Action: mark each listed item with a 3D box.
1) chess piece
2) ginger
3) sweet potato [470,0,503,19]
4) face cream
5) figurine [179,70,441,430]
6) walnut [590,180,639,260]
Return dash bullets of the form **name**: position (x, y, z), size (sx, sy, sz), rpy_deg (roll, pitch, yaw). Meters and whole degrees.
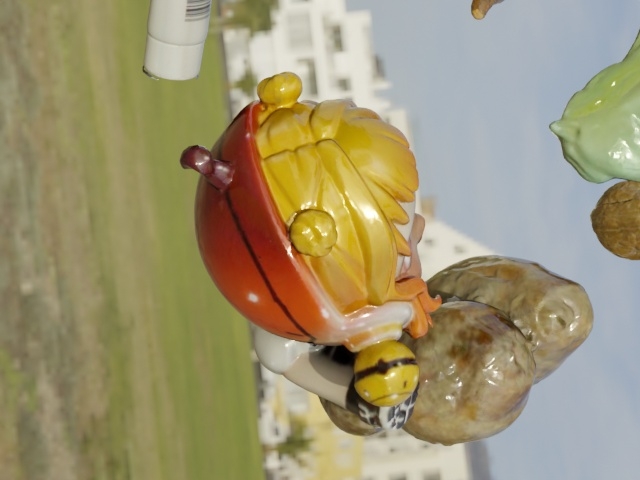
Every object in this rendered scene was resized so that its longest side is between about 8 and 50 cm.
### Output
- **chess piece**: position (0.416, -0.178, 1.847), size (0.176, 0.298, 0.176), rpy_deg (39, 11, -9)
- **ginger**: position (0.138, 0.114, 1.597), size (0.304, 0.244, 0.155), rpy_deg (-24, 106, -55)
- **sweet potato**: position (0.295, -0.390, 2.304), size (0.314, 0.072, 0.066), rpy_deg (-31, 112, -48)
- **face cream**: position (-0.127, -0.269, 1.495), size (0.092, 0.058, 0.244), rpy_deg (-25, 134, -49)
- **figurine**: position (-0.004, 0.002, 1.373), size (0.323, 0.196, 0.320), rpy_deg (76, -2, -53)
- **walnut**: position (0.411, -0.027, 2.037), size (0.105, 0.124, 0.105), rpy_deg (11, 76, -57)
